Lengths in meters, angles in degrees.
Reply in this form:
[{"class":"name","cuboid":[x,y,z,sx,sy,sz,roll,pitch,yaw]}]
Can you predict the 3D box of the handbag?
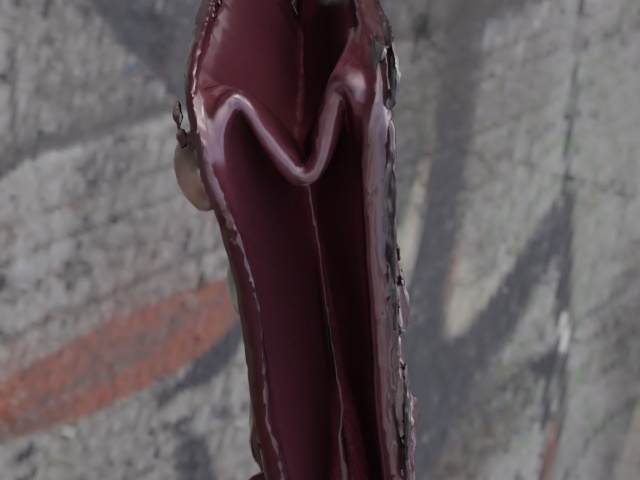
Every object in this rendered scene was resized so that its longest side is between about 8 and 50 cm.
[{"class":"handbag","cuboid":[-0.003,0.000,0.682,0.203,0.074,0.216,-91,175,-62]}]
